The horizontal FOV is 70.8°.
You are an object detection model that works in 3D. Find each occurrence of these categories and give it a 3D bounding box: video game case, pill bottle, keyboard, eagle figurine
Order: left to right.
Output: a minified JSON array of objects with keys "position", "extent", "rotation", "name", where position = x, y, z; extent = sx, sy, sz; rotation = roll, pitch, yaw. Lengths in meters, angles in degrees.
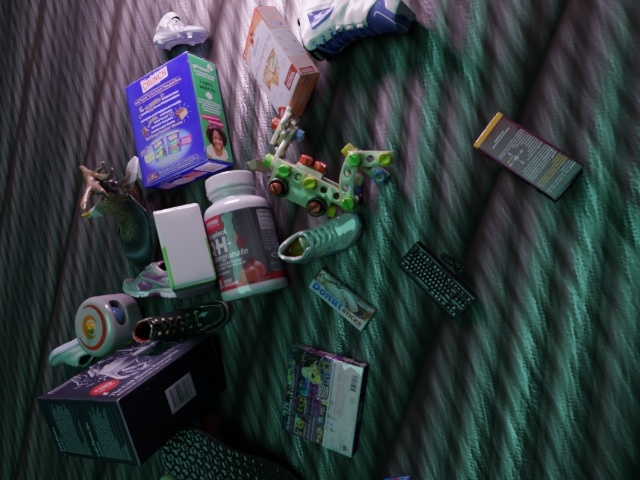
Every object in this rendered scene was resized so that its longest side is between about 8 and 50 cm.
[{"position":[-0.581,-0.091,1.317],"extent":[0.224,0.298,0.227],"rotation":[6,59,26],"name":"eagle figurine"},{"position":[-0.203,-0.012,1.178],"extent":[0.176,0.176,0.319],"rotation":[-18,83,27],"name":"pill bottle"},{"position":[0.007,0.402,1.150],"extent":[0.210,0.041,0.233],"rotation":[9,95,27],"name":"video game case"},{"position":[0.269,0.080,1.018],"extent":[0.180,0.023,0.108],"rotation":[46,110,18],"name":"keyboard"}]

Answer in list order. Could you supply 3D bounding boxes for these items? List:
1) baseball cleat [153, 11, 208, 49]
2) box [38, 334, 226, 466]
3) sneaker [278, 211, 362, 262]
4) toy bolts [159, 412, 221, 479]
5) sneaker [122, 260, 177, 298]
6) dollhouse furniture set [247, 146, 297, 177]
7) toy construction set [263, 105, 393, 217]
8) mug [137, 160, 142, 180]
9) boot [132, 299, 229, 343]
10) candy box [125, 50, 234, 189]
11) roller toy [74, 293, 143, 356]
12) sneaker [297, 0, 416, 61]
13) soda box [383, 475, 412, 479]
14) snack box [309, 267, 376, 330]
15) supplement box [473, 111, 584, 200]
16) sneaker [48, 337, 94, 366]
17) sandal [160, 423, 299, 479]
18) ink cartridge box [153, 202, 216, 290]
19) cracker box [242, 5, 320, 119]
[{"position":[-0.419,-0.634,1.341],"extent":[0.205,0.072,0.110],"rotation":[2,85,24],"name":"baseball cleat"},{"position":[-0.499,0.416,1.234],"extent":[0.312,0.343,0.179],"rotation":[-10,101,27],"name":"box"},{"position":[0.000,0.000,1.119],"extent":[0.228,0.092,0.088],"rotation":[-29,76,24],"name":"sneaker"},{"position":[-0.352,0.615,1.277],"extent":[0.218,0.158,0.229],"rotation":[-4,89,28],"name":"toy bolts"},{"position":[-0.501,0.119,1.389],"extent":[0.251,0.103,0.112],"rotation":[-2,86,21],"name":"sneaker"},{"position":[-0.125,-0.219,1.167],"extent":[0.090,0.114,0.081],"rotation":[-13,75,40],"name":"dollhouse furniture set"},{"position":[-0.006,-0.179,1.067],"extent":[0.327,0.151,0.215],"rotation":[32,111,17],"name":"toy construction set"},{"position":[-0.546,-0.219,1.422],"extent":[0.078,0.062,0.064],"rotation":[19,108,33],"name":"mug"},{"position":[-0.394,0.236,1.281],"extent":[0.236,0.178,0.086],"rotation":[-17,83,28],"name":"boot"},{"position":[-0.414,-0.337,1.315],"extent":[0.267,0.122,0.318],"rotation":[-14,85,29],"name":"candy box"},{"position":[-0.690,0.271,1.456],"extent":[0.209,0.146,0.191],"rotation":[12,96,28],"name":"roller toy"},{"position":[0.059,-0.507,1.071],"extent":[0.315,0.127,0.183],"rotation":[34,110,30],"name":"sneaker"},{"position":[0.201,0.666,1.039],"extent":[0.071,0.067,0.210],"rotation":[-22,81,27],"name":"soda box"},{"position":[0.054,0.146,1.132],"extent":[0.178,0.022,0.064],"rotation":[38,109,22],"name":"snack box"},{"position":[0.411,-0.162,0.892],"extent":[0.188,0.104,0.081],"rotation":[42,109,21],"name":"supplement box"},{"position":[-0.858,0.403,1.577],"extent":[0.258,0.094,0.091],"rotation":[-30,73,24],"name":"sneaker"},{"position":[-0.213,0.637,1.211],"extent":[0.445,0.107,0.168],"rotation":[32,73,4],"name":"sandal"},{"position":[-0.357,0.039,1.206],"extent":[0.114,0.273,0.199],"rotation":[-14,82,-17],"name":"ink cartridge box"},{"position":[-0.106,-0.446,1.140],"extent":[0.232,0.067,0.156],"rotation":[58,148,15],"name":"cracker box"}]
